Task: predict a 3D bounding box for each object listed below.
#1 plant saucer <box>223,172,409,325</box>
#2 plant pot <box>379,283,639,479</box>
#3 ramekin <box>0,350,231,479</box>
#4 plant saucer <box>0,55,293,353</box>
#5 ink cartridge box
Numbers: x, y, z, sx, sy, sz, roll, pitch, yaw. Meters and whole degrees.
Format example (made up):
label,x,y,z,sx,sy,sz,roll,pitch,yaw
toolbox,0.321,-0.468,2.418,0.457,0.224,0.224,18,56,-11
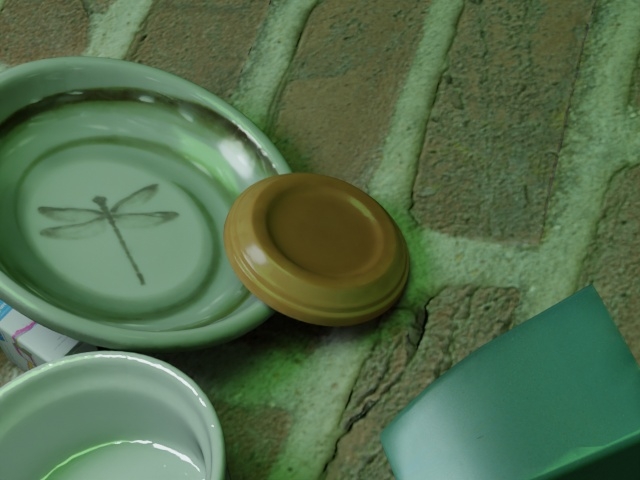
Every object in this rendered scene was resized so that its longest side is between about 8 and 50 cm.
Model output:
label,x,y,z,sx,sy,sz,roll,pitch,yaw
plant saucer,0.000,0.000,1.668,0.200,0.037,0.200,10,47,-11
plant pot,0.186,0.190,1.450,0.234,0.166,0.165,-25,50,4
ramekin,-0.208,0.253,1.507,0.277,0.135,0.277,-7,50,9
plant saucer,-0.213,-0.023,1.696,0.400,0.100,0.400,13,46,-13
ink cartridge box,-0.283,0.110,1.670,0.122,0.088,0.052,29,64,32
